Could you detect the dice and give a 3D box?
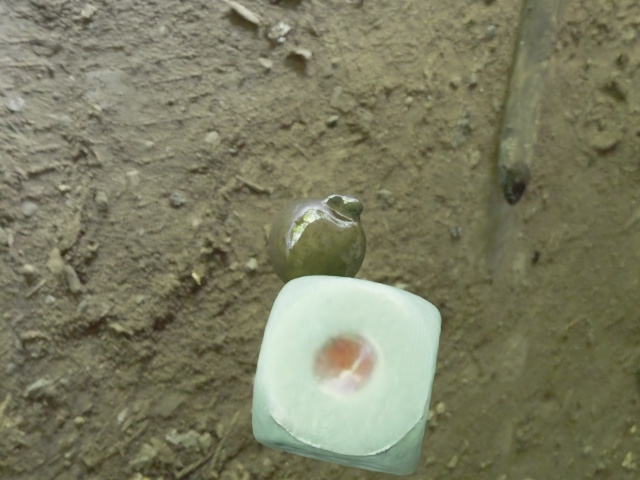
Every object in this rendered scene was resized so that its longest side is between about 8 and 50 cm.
[{"bbox_3d":[0.047,0.220,1.223,0.262,0.264,0.268,77,23,-70],"label":"dice"}]

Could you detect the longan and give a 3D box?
[{"bbox_3d":[0.000,0.000,1.376,0.185,0.159,0.204,38,97,-25],"label":"longan"}]
